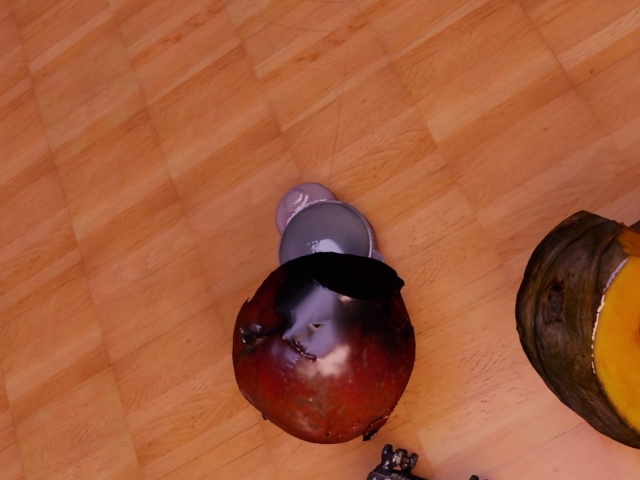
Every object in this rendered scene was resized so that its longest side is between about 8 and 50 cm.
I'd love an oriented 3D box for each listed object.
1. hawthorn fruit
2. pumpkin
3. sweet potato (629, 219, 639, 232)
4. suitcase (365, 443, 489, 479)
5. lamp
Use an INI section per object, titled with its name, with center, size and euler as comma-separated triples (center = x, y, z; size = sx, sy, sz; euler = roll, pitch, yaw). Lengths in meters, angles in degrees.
[hawthorn fruit]
center = 0.014, 0.161, 1.378
size = 0.315, 0.316, 0.316
euler = -9, 67, 23
[pumpkin]
center = 0.400, 0.123, 1.140
size = 0.303, 0.225, 0.256
euler = 26, 96, -8
[sweet potato]
center = 0.473, 0.023, 1.308
size = 0.423, 0.130, 0.130
euler = -47, 58, -1
[suitcase]
center = 0.131, 0.475, 1.300
size = 0.202, 0.128, 0.312
euler = 14, 79, 30
[lamp]
center = -0.001, -0.002, 1.559
size = 0.179, 0.108, 0.246
euler = -32, 60, 7
